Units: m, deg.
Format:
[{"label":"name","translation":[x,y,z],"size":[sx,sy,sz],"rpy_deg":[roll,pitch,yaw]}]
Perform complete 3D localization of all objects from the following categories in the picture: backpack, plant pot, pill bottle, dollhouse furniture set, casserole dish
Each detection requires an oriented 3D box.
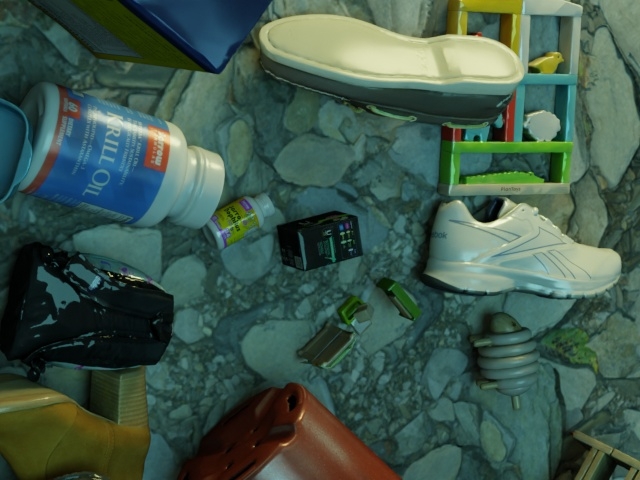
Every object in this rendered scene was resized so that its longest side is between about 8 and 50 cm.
[{"label":"backpack","translation":[-0.254,0.075,1.602],"size":[0.182,0.115,0.152],"rpy_deg":[10,106,-29]},{"label":"plant pot","translation":[-0.016,0.328,1.702],"size":[0.272,0.272,0.265],"rpy_deg":[-44,107,-14]},{"label":"pill bottle","translation":[-0.097,-0.025,1.705],"size":[0.083,0.043,0.043],"rpy_deg":[-30,111,-20]},{"label":"dollhouse furniture set","translation":[0.049,0.117,1.787],"size":[0.151,0.076,0.058],"rpy_deg":[-45,115,-15]},{"label":"dollhouse furniture set","translation":[0.403,0.370,2.006],"size":[0.129,0.129,0.183],"rpy_deg":[-59,142,-7]},{"label":"pill bottle","translation":[-0.222,-0.085,1.584],"size":[0.221,0.124,0.124],"rpy_deg":[16,91,-29]},{"label":"casserole dish","translation":[-0.376,-0.102,1.501],"size":[0.188,0.037,0.114],"rpy_deg":[17,92,16]}]

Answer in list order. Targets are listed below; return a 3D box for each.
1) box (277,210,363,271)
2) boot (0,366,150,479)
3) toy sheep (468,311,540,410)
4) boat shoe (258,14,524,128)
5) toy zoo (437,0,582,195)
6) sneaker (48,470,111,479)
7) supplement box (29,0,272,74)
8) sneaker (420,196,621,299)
[{"label":"box","translation":[0.000,0.000,1.748],"size":[0.083,0.062,0.052],"rpy_deg":[-16,105,-25]},{"label":"boot","translation":[-0.309,0.254,1.589],"size":[0.295,0.104,0.211],"rpy_deg":[-6,106,-42]},{"label":"toy sheep","translation":[0.245,0.158,1.892],"size":[0.091,0.091,0.132],"rpy_deg":[-13,99,-25]},{"label":"boat shoe","translation":[0.078,-0.194,1.725],"size":[0.324,0.117,0.097],"rpy_deg":[4,138,-16]},{"label":"toy zoo","translation":[0.246,-0.205,1.858],"size":[0.192,0.030,0.293],"rpy_deg":[-3,100,-27]},{"label":"sneaker","translation":[-0.329,0.387,1.519],"size":[0.330,0.146,0.122],"rpy_deg":[-40,128,-7]},{"label":"supplement box","translation":[-0.183,-0.306,1.432],"size":[0.194,0.356,0.195],"rpy_deg":[38,81,-28]},{"label":"sneaker","translation":[0.271,0.011,1.870],"size":[0.297,0.111,0.129],"rpy_deg":[4,91,-29]}]
